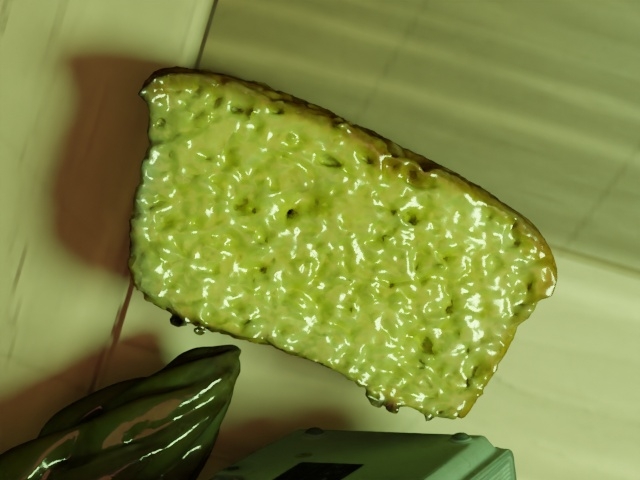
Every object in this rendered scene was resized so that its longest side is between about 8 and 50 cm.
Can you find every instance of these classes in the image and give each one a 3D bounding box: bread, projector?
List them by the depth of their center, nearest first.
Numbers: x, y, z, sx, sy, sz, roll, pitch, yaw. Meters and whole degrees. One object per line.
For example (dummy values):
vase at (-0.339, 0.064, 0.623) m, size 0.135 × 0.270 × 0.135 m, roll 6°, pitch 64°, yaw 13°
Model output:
projector at (-0.002, 0.118, 0.772) m, size 0.115 × 0.147 × 0.061 m, roll -3°, pitch 101°, yaw 31°
bread at (0.000, 0.000, 0.812) m, size 0.187 × 0.065 × 0.103 m, roll 20°, pitch 98°, yaw -13°

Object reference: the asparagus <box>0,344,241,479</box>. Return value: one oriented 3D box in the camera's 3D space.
asparagus at (-0.140, 0.139, 0.811) m, size 0.287 × 0.080 × 0.080 m, roll -41°, pitch 103°, yaw -1°
